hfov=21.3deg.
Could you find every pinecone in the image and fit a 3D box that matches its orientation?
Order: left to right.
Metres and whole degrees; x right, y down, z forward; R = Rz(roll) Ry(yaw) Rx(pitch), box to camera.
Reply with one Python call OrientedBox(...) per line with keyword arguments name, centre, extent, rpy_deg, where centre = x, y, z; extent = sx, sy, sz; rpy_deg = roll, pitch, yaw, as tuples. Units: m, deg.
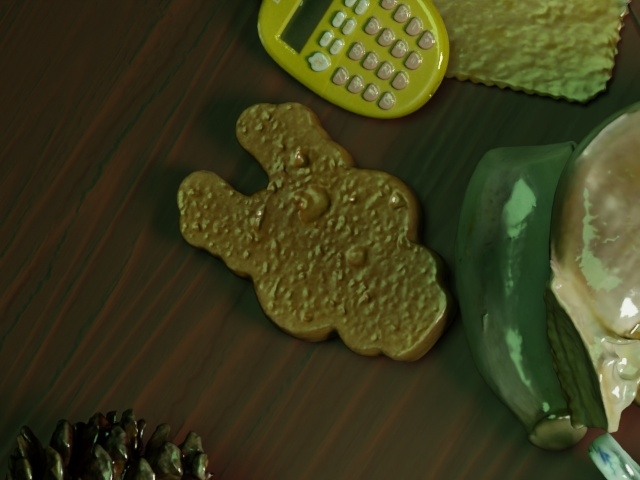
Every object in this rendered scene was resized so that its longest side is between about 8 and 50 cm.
OrientedBox(name="pinecone", centre=(-0.182, 0.236, 1.516), extent=(0.204, 0.184, 0.179), rpy_deg=(-28, 37, 8))

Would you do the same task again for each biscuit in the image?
OrientedBox(name="biscuit", centre=(0.001, 0.001, 1.585), extent=(0.186, 0.044, 0.295), rpy_deg=(-48, 66, 7))
OrientedBox(name="biscuit", centre=(0.182, -0.254, 1.596), extent=(0.236, 0.013, 0.232), rpy_deg=(14, 82, 21))

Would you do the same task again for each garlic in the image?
OrientedBox(name="garlic", centre=(0.318, 0.011, 1.401), extent=(0.325, 0.132, 0.279), rpy_deg=(-27, 85, -7))

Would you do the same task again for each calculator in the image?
OrientedBox(name="calculator", centre=(0.020, -0.210, 1.614), extent=(0.235, 0.032, 0.146), rpy_deg=(40, 109, 19))

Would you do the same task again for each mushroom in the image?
OrientedBox(name="mushroom", centre=(0.175, 0.048, 1.490), extent=(0.118, 0.103, 0.270), rpy_deg=(-3, 87, 25))

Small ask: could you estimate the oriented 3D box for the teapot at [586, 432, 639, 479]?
OrientedBox(name="teapot", centre=(0.295, 0.252, 1.369), extent=(0.159, 0.159, 0.232), rpy_deg=(-39, 69, 7))
